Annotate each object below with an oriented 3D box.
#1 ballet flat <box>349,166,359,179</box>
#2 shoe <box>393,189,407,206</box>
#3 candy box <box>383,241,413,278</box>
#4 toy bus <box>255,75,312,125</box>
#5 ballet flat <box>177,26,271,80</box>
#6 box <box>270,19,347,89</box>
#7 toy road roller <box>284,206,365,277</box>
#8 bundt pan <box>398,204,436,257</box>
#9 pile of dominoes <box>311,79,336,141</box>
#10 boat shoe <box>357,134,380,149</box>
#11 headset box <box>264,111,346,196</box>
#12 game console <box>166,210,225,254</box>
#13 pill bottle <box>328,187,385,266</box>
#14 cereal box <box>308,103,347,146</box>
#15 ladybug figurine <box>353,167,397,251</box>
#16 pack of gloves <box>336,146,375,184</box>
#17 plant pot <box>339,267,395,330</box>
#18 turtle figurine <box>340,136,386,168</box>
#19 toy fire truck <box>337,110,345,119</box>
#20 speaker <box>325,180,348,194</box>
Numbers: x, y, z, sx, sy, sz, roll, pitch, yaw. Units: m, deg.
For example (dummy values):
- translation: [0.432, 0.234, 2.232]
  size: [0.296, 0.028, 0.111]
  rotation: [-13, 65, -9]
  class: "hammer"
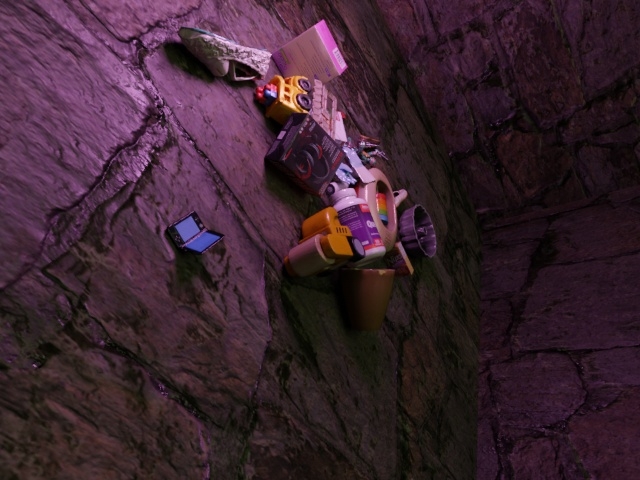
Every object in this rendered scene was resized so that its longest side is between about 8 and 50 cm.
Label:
- translation: [0.198, -0.381, 2.111]
  size: [0.072, 0.068, 0.213]
  rotation: [54, 38, -28]
  class: "ballet flat"
- translation: [0.459, -0.260, 2.428]
  size: [0.219, 0.077, 0.058]
  rotation: [-49, 121, -50]
  class: "shoe"
- translation: [0.403, 0.105, 2.165]
  size: [0.186, 0.109, 0.053]
  rotation: [62, 35, -16]
  class: "candy box"
- translation: [-0.156, -0.578, 1.641]
  size: [0.211, 0.149, 0.220]
  rotation: [18, 58, -33]
  class: "toy bus"
- translation: [-0.315, -0.634, 1.436]
  size: [0.409, 0.147, 0.147]
  rotation: [-19, 93, -56]
  class: "ballet flat"
- translation: [-0.047, -0.774, 1.766]
  size: [0.213, 0.243, 0.117]
  rotation: [56, 37, -24]
  class: "box"
- translation: [0.000, 0.000, 1.561]
  size: [0.329, 0.202, 0.240]
  rotation: [2, 63, -60]
  class: "toy road roller"
- translation: [0.573, -0.045, 2.459]
  size: [0.331, 0.124, 0.330]
  rotation: [26, 57, -48]
  class: "bundt pan"
- translation: [0.004, -0.542, 1.739]
  size: [0.196, 0.040, 0.251]
  rotation: [30, 58, -55]
  class: "pile of dominoes"
- translation: [0.266, -0.542, 2.285]
  size: [0.207, 0.073, 0.073]
  rotation: [-9, 122, -53]
  class: "boat shoe"
- translation: [-0.043, -0.327, 1.623]
  size: [0.293, 0.110, 0.218]
  rotation: [38, 80, -42]
  class: "headset box"
- translation: [-0.352, -0.023, 1.165]
  size: [0.107, 0.071, 0.122]
  rotation: [63, 35, -16]
  class: "game console"
- translation: [0.147, -0.055, 1.775]
  size: [0.181, 0.181, 0.322]
  rotation: [-2, 68, -55]
  class: "pill bottle"
- translation: [-0.002, -0.522, 1.818]
  size: [0.240, 0.047, 0.173]
  rotation: [6, 62, -33]
  class: "cereal box"
- translation: [0.253, -0.136, 2.002]
  size: [0.305, 0.162, 0.449]
  rotation: [31, 52, -46]
  class: "ladybug figurine"
- translation: [0.133, -0.358, 1.891]
  size: [0.195, 0.046, 0.232]
  rotation: [-19, 65, -35]
  class: "pack of gloves"
- translation: [0.197, 0.245, 1.730]
  size: [0.237, 0.237, 0.254]
  rotation: [4, 85, -55]
  class: "plant pot"
- translation: [0.209, -0.436, 2.031]
  size: [0.118, 0.234, 0.175]
  rotation: [-61, 159, 8]
  class: "turtle figurine"
- translation: [0.063, -0.579, 2.018]
  size: [0.192, 0.047, 0.135]
  rotation: [-2, 78, -55]
  class: "toy fire truck"
- translation: [0.077, -0.245, 1.891]
  size: [0.136, 0.055, 0.055]
  rotation: [-27, 99, -55]
  class: "speaker"
